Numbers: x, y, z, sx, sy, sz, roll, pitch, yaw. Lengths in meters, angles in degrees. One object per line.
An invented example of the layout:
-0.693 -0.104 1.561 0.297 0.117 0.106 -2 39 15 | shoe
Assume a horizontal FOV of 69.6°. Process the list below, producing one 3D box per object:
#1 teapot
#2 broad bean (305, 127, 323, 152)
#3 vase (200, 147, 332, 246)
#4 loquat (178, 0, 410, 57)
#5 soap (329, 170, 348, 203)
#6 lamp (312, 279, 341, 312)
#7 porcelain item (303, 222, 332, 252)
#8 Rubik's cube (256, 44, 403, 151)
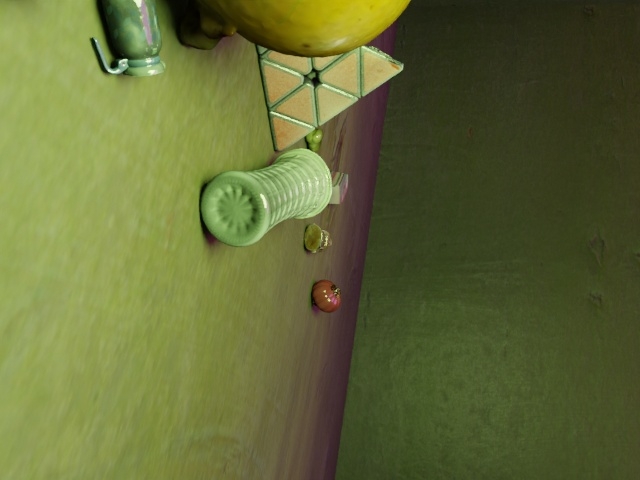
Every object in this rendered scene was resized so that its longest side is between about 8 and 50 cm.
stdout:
-0.187 -0.205 0.455 0.064 0.049 0.083 -67 159 -55 | teapot
-0.015 -0.269 1.228 0.083 0.045 0.063 77 22 -76 | broad bean
-0.083 -0.078 0.798 0.299 0.143 0.143 -42 137 -68 | vase
-0.043 -0.353 0.513 0.359 0.328 0.328 -41 -169 28 | loquat
0.054 -0.177 1.550 0.149 0.056 0.100 -67 161 -53 | soap
0.019 0.176 1.461 0.107 0.092 0.107 49 22 -28 | lamp
0.000 0.000 1.391 0.213 0.054 0.084 22 76 -78 | porcelain item
-0.022 -0.353 0.919 0.228 0.233 0.229 -34 96 -26 | Rubik's cube
